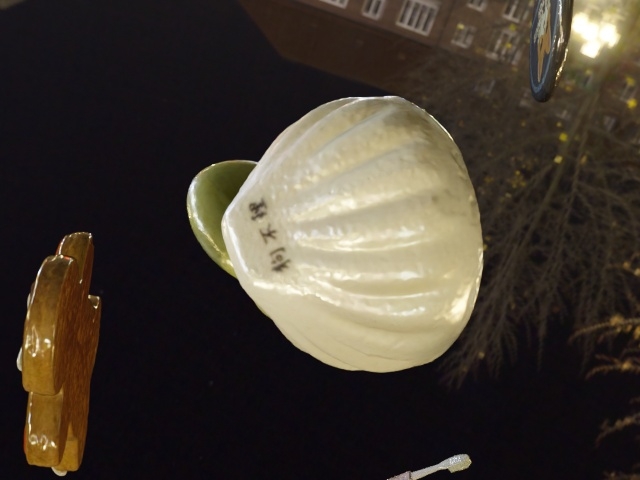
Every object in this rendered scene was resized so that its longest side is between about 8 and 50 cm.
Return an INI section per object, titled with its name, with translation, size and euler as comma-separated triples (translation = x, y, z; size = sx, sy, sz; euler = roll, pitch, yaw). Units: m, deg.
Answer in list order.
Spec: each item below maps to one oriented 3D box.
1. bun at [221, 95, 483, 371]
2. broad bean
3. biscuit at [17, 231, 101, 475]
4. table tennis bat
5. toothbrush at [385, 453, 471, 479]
[bun]
translation = 0.000, 0.000, 0.764
size = 0.175, 0.263, 0.263
euler = -9, -142, -33
[broad bean]
translation = -0.068, -0.016, 1.156
size = 0.189, 0.121, 0.263
euler = -30, -108, -32
[biscuit]
translation = -0.324, 0.131, 1.030
size = 0.064, 0.432, 0.283
euler = 6, -109, -8
[table tennis bat]
translation = 0.227, -0.248, 0.842
size = 0.027, 0.150, 0.236
euler = 4, -115, 4
[toothbrush]
translation = 0.096, 0.299, 1.046
size = 0.017, 0.194, 0.014
euler = 56, -160, -29
